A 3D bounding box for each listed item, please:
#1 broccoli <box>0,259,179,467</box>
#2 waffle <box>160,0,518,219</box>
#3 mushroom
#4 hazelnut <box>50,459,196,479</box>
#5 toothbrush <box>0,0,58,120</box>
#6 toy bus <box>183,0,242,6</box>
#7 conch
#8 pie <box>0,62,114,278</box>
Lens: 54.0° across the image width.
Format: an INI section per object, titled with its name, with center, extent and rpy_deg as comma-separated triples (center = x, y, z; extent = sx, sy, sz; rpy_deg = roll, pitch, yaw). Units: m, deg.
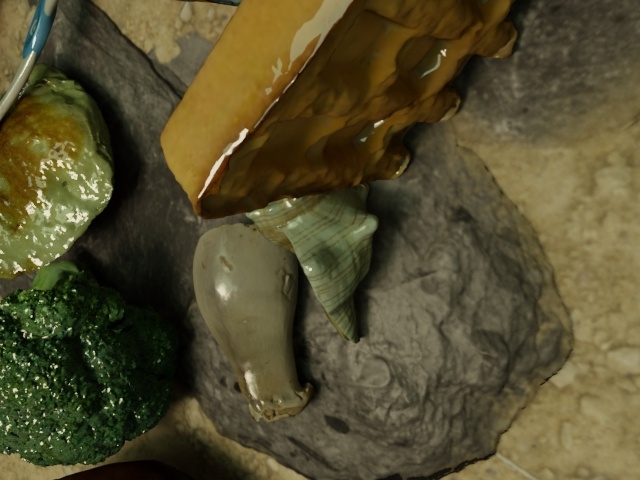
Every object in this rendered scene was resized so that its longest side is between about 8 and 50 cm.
[broccoli]
center = -0.300, 0.134, 0.759
extent = 0.270, 0.270, 0.270
rpy_deg = -52, 43, 28
[waffle]
center = 0.072, -0.167, 0.421
extent = 0.077, 0.304, 0.348
rpy_deg = 47, 117, 14
[mushroom]
center = -0.075, 0.092, 0.681
extent = 0.116, 0.093, 0.225
rpy_deg = -5, 93, 10
[hazelnut]
center = -0.240, 0.474, 0.692
extent = 0.402, 0.402, 0.429
rpy_deg = -45, 71, 29
[toothbrush]
center = -0.318, -0.250, 0.726
extent = 0.040, 0.040, 0.386
rpy_deg = 38, 96, 18
[toy bus]
center = -0.178, -0.294, 0.527
extent = 0.194, 0.323, 0.162
rpy_deg = 17, 109, 29
[conch]
center = 0.006, -0.010, 0.598
extent = 0.114, 0.137, 0.234
rpy_deg = -34, 91, 5
[pie]
center = -0.376, -0.081, 0.796
extent = 0.274, 0.105, 0.257
rpy_deg = -24, 70, 22
